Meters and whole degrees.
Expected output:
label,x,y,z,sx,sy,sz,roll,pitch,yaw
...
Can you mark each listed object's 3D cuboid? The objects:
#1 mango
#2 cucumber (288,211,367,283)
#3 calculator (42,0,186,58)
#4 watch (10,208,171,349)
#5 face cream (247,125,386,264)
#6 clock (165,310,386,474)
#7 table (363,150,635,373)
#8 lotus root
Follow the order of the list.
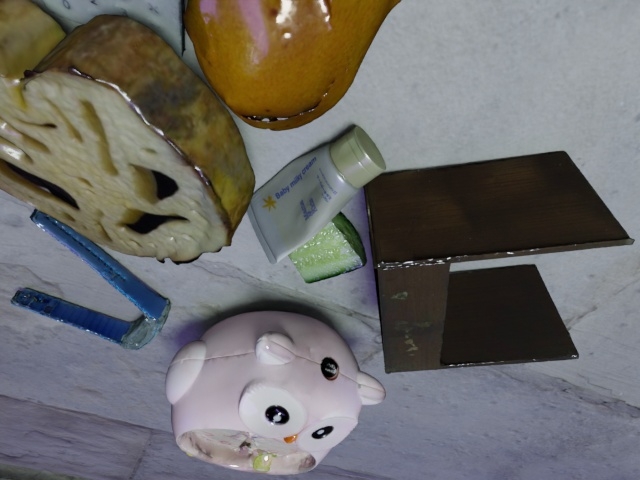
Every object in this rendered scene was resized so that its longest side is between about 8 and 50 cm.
label,x,y,z,sx,sy,sz,roll,pitch,yaw
mango,-0.022,-0.235,0.382,0.201,0.152,0.287,14,135,-23
cucumber,0.000,0.000,0.671,0.115,0.062,0.116,-21,111,20
calculator,-0.196,-0.270,0.366,0.161,0.021,0.262,19,163,-11
watch,-0.412,0.087,0.788,0.275,0.068,0.276,30,129,-17
face cream,-0.017,-0.064,0.595,0.224,0.114,0.070,-33,165,26
clock,-0.092,0.275,0.813,0.368,0.250,0.377,31,134,-22
table,0.217,0.036,0.609,0.282,0.196,0.250,-7,132,7
lotus root,-0.279,-0.100,0.531,0.391,0.111,0.375,19,143,-3
